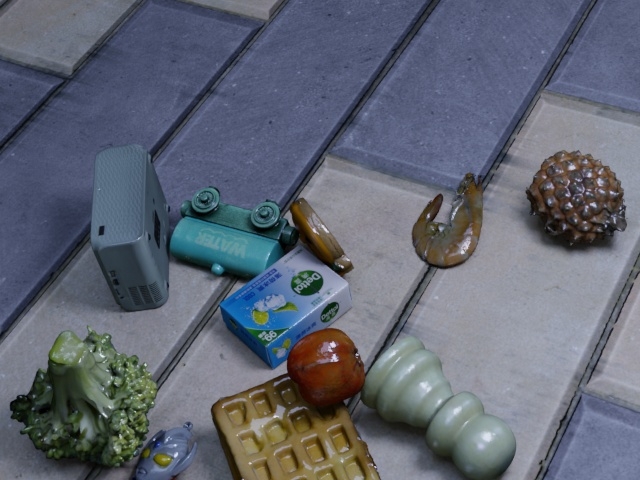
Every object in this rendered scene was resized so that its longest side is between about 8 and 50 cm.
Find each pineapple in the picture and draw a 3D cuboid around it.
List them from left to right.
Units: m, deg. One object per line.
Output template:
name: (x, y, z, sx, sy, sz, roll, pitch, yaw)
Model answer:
pineapple: (0.473, -0.069, 2.080, 0.166, 0.166, 0.193, -36, 52, -21)

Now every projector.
projector: (-0.347, -0.024, 2.146, 0.108, 0.198, 0.250, -9, 49, 2)

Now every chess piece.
chess piece: (0.202, 0.279, 1.836, 0.251, 0.144, 0.144, 37, 63, 28)

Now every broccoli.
broccoli: (-0.394, 0.250, 1.880, 0.247, 0.243, 0.263, -13, 51, -5)

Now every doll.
doll: (-0.269, 0.372, 1.874, 0.195, 0.062, 0.104, -52, 17, -25)

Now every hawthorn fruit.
hawthorn fruit: (0.009, 0.202, 1.821, 0.128, 0.128, 0.128, -5, 48, 5)

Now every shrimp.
shrimp: (0.245, -0.044, 2.176, 0.133, 0.053, 0.236, -8, 48, 30)

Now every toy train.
toy train: (-0.167, -0.004, 2.174, 0.248, 0.101, 0.159, 13, 66, 22)

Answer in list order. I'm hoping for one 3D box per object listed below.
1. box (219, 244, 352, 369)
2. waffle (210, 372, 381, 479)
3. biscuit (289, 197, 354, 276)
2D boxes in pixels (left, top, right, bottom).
box: (-0.061, 0.116, 2.056, 0.194, 0.073, 0.139, -37, 53, -22)
waffle: (-0.028, 0.363, 1.821, 0.224, 0.098, 0.328, -22, 50, -8)
biscuit: (-0.003, 0.002, 2.096, 0.050, 0.170, 0.170, -36, 51, -2)
